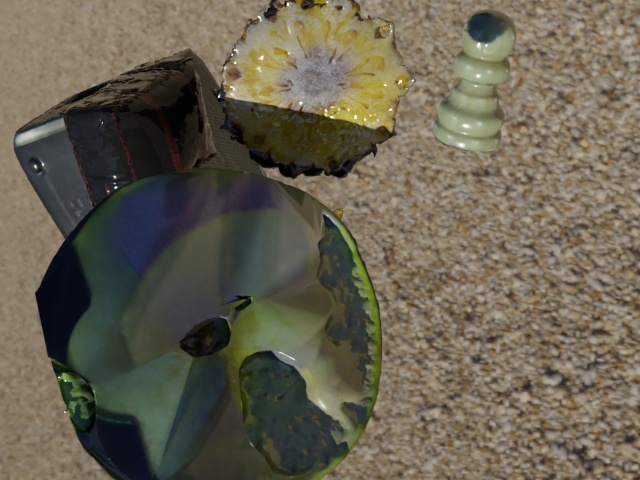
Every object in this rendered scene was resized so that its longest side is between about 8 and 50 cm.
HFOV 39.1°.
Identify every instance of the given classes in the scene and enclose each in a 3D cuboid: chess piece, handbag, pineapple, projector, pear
[{"bbox_3d":[0.286,-0.295,1.631,0.133,0.133,0.243,-130,40,-50],"label":"chess piece"},{"bbox_3d":[-0.243,-0.140,1.241,0.155,0.215,0.169,1,120,28],"label":"handbag"},{"bbox_3d":[-0.012,-0.247,1.247,0.263,0.262,0.272,-60,15,25],"label":"pineapple"},{"bbox_3d":[-0.338,-0.113,1.783,0.395,0.405,0.242,-13,25,31],"label":"projector"},{"bbox_3d":[-0.124,0.126,1.066,0.165,0.398,0.399,116,153,-64],"label":"pear"}]

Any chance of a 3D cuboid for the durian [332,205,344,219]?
[{"bbox_3d":[-0.009,-0.008,2.126,0.224,0.078,0.140,-62,5,33],"label":"durian"}]
